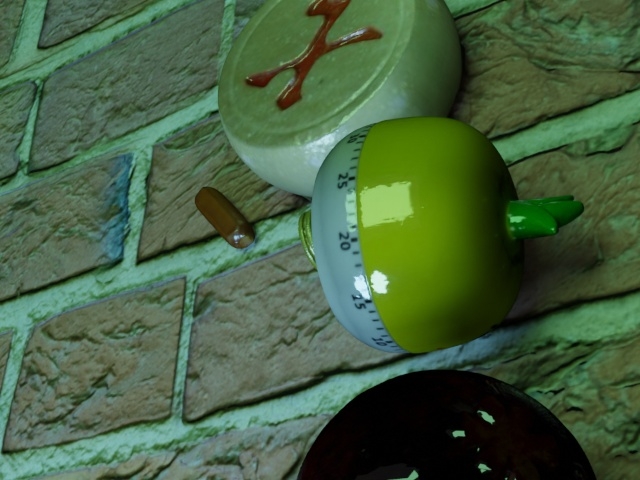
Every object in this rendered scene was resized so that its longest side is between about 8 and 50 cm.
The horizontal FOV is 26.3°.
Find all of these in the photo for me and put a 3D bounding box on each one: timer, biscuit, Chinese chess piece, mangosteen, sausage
[{"bbox_3d":[0.150,-0.014,1.487,0.285,0.285,0.285,-21,50,27],"label":"timer"},{"bbox_3d":[0.000,0.000,1.716,0.023,0.084,0.084,-22,49,24],"label":"biscuit"},{"bbox_3d":[0.025,-0.215,1.806,0.338,0.140,0.338,-20,51,27],"label":"Chinese chess piece"},{"bbox_3d":[0.104,0.290,1.296,0.347,0.307,0.307,-59,33,37],"label":"mangosteen"},{"bbox_3d":[-0.130,-0.031,1.874,0.041,0.039,0.131,-46,42,0],"label":"sausage"}]
